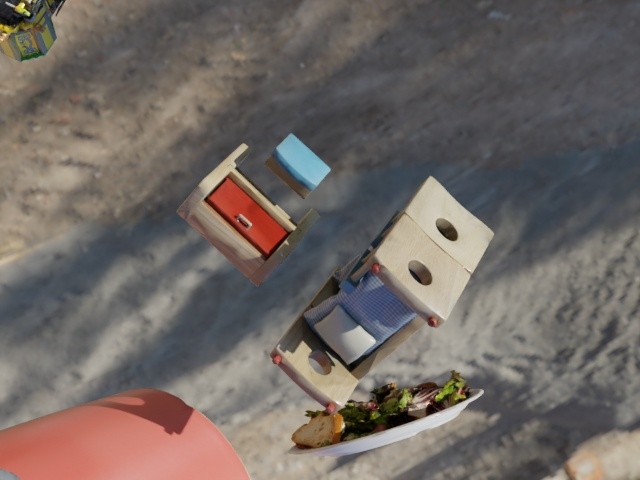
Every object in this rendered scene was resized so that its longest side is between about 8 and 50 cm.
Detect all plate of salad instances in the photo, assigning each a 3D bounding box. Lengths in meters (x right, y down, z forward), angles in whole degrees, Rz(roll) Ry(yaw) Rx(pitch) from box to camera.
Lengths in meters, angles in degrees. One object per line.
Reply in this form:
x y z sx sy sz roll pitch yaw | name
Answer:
0.061 0.167 1.144 0.199 0.048 0.200 -18 176 -1 | plate of salad

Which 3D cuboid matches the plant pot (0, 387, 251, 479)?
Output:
-0.193 0.253 0.920 0.243 0.275 0.275 -29 164 -45 | plant pot

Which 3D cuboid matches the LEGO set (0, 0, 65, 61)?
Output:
-0.313 -0.361 1.152 0.331 0.255 0.192 -53 170 -16 | LEGO set

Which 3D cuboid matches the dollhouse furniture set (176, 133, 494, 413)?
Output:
0.000 0.000 0.839 0.129 0.183 0.129 -46 -177 36 | dollhouse furniture set

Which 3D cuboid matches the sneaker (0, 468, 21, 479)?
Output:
-0.259 0.271 0.705 0.112 0.131 0.319 4 137 -36 | sneaker
